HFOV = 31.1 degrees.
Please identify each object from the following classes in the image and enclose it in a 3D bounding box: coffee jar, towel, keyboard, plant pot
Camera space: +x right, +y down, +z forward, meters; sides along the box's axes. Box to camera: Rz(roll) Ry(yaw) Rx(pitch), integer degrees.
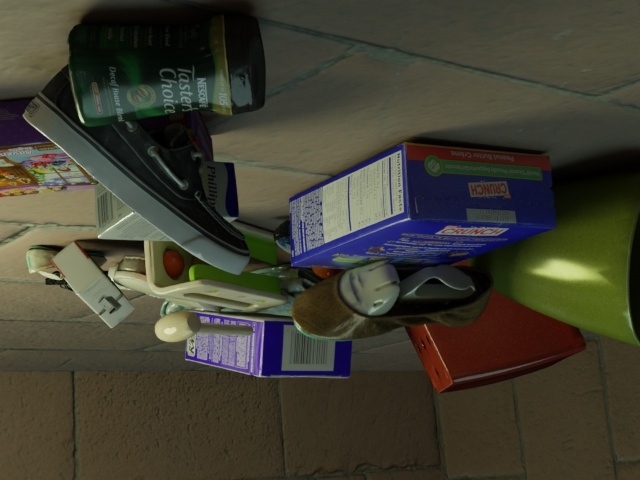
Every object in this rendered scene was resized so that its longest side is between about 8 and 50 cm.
[{"bbox_3d":[-0.145,-0.165,1.107,0.184,0.079,0.096,-5,129,-2],"label":"coffee jar"},{"bbox_3d":[-0.105,0.136,2.463,0.374,0.090,0.320,-14,164,34],"label":"towel"},{"bbox_3d":[-0.434,0.086,2.233,0.192,0.038,0.100,2,166,-24],"label":"keyboard"},{"bbox_3d":[0.394,0.014,1.828,0.293,0.275,0.275,7,176,33],"label":"plant pot"},{"bbox_3d":[0.287,0.139,2.084,0.235,0.267,0.267,-23,169,-9],"label":"plant pot"}]

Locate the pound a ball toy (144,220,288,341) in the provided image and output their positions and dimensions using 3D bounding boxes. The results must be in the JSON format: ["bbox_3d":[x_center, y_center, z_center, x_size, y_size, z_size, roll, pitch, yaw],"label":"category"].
[{"bbox_3d":[-0.186,0.078,1.905,0.135,0.208,0.319,-12,166,27],"label":"pound a ball toy"}]

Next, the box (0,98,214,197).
[{"bbox_3d":[-0.283,-0.113,1.366,0.293,0.057,0.201,-6,168,1],"label":"box"}]

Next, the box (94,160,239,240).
[{"bbox_3d":[-0.188,-0.048,1.393,0.137,0.072,0.126,2,166,-31],"label":"box"}]

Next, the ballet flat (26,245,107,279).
[{"bbox_3d":[-0.446,0.045,2.010,0.057,0.052,0.168,-15,164,39],"label":"ballet flat"}]

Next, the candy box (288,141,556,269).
[{"bbox_3d":[0.144,-0.040,1.709,0.268,0.122,0.317,4,166,-32],"label":"candy box"}]

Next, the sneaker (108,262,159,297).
[{"bbox_3d":[-0.307,0.071,2.151,0.170,0.063,0.075,11,167,-36],"label":"sneaker"}]

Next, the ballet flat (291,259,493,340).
[{"bbox_3d":[0.124,0.081,1.758,0.342,0.116,0.124,1,147,-27],"label":"ballet flat"}]

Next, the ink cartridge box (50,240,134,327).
[{"bbox_3d":[-0.388,0.076,1.966,0.056,0.099,0.135,-41,147,-7],"label":"ink cartridge box"}]

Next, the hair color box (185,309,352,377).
[{"bbox_3d":[-0.104,0.191,2.146,0.185,0.110,0.339,5,179,-29],"label":"hair color box"}]

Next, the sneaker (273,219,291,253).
[{"bbox_3d":[0.000,0.000,1.958,0.190,0.071,0.083,2,171,-29],"label":"sneaker"}]

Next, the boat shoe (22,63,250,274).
[{"bbox_3d":[-0.172,-0.078,1.235,0.301,0.102,0.108,41,180,-24],"label":"boat shoe"}]

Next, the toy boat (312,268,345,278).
[{"bbox_3d":[0.048,0.069,2.161,0.151,0.151,0.231,38,176,-4],"label":"toy boat"}]

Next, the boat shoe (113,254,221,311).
[{"bbox_3d":[-0.261,0.058,2.042,0.116,0.097,0.324,10,173,24],"label":"boat shoe"}]
